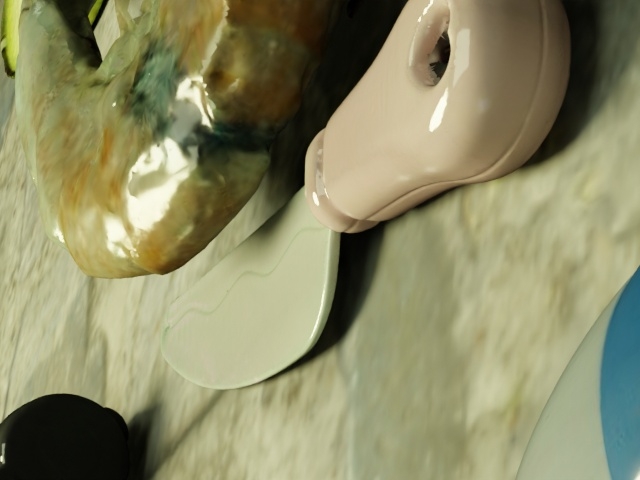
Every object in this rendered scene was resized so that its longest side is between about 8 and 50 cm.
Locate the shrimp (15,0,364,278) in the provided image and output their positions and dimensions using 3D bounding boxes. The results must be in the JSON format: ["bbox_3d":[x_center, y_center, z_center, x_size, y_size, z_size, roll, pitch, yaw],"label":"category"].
[{"bbox_3d":[-0.066,-0.155,0.776,0.247,0.085,0.360,-15,65,50],"label":"shrimp"}]

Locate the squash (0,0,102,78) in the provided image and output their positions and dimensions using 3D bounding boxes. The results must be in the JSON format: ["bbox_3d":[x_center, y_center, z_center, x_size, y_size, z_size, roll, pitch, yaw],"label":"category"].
[{"bbox_3d":[-0.164,-0.210,1.176,0.219,0.041,0.219,-167,90,-70],"label":"squash"}]

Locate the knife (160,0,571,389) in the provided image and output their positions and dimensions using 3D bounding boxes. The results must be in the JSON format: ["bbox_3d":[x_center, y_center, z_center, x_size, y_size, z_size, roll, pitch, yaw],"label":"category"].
[{"bbox_3d":[0.000,0.003,0.676,0.336,0.043,0.081,133,140,-57],"label":"knife"}]

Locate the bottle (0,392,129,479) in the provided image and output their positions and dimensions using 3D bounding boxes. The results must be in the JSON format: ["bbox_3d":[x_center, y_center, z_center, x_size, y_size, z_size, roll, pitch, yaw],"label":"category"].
[{"bbox_3d":[-0.166,0.145,0.893,0.072,0.082,0.244,54,142,5],"label":"bottle"}]

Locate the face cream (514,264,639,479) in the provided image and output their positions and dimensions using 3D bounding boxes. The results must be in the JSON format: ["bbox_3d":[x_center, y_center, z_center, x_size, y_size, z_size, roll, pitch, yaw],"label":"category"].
[{"bbox_3d":[0.117,0.015,0.322,0.264,0.083,0.149,-53,27,41],"label":"face cream"}]
